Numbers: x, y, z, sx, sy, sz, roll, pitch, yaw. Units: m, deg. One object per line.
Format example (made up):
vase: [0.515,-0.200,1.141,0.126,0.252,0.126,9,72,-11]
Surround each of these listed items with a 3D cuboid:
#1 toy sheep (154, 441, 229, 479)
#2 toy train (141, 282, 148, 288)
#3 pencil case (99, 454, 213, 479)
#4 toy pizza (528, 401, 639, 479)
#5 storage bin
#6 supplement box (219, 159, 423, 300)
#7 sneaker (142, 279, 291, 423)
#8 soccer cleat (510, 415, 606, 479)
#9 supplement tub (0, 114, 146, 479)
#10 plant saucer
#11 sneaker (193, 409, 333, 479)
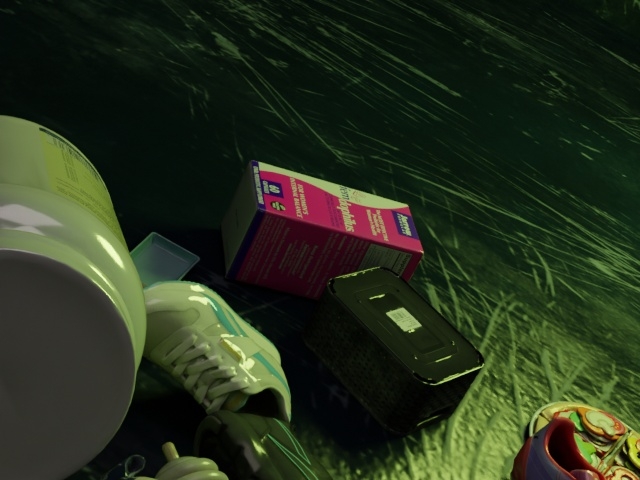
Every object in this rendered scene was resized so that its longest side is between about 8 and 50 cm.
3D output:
toy sheep: [-0.114,0.233,0.976,0.091,0.091,0.132,-3,55,-39]
toy train: [-0.195,0.061,1.200,0.158,0.027,0.036,31,21,9]
pencil case: [-0.203,0.304,0.711,0.160,0.183,0.410,34,33,13]
toy pizza: [0.340,0.258,1.320,0.201,0.032,0.201,19,32,-12]
storage bin: [0.082,0.122,1.286,0.122,0.084,0.180,-12,48,-46]
supplement box: [0.000,0.000,1.384,0.220,0.114,0.111,16,31,-20]
sneaker: [-0.106,0.116,1.092,0.228,0.087,0.092,35,22,-41]
soccer cleat: [0.275,0.295,1.156,0.083,0.095,0.248,9,35,-27]
supplement tub: [-0.273,0.042,0.931,0.235,0.235,0.325,13,16,-21]
plant saucer: [-0.203,0.050,1.251,0.067,0.018,0.192,29,30,5]
sneaker: [-0.015,0.252,1.006,0.106,0.101,0.267,4,39,-40]
